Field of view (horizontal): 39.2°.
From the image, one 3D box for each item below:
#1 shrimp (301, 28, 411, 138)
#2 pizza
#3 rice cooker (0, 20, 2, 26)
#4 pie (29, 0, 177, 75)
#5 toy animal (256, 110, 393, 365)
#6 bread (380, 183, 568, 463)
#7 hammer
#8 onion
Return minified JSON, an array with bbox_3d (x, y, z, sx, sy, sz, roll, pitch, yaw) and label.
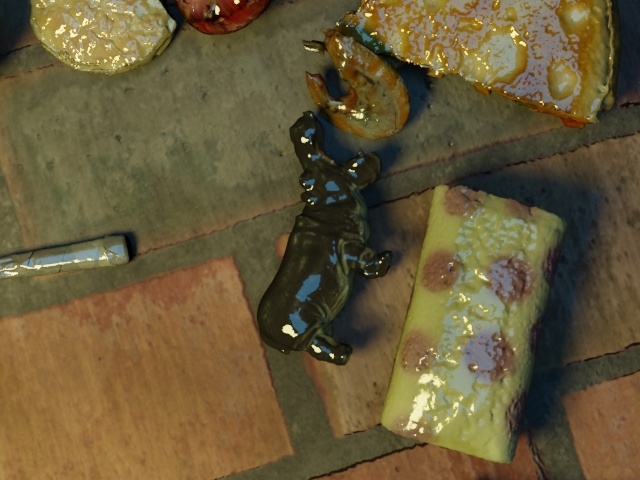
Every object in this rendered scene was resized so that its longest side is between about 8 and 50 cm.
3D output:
[{"bbox_3d":[0.040,-0.211,1.241,0.132,0.052,0.187,-35,109,26],"label":"shrimp"},{"bbox_3d":[0.206,-0.347,1.272,0.405,0.130,0.440,-12,91,8],"label":"pizza"},{"bbox_3d":[-0.566,-0.290,1.147,0.316,0.264,0.317,20,59,-38],"label":"rice cooker"},{"bbox_3d":[-0.318,-0.331,1.266,0.185,0.052,0.218,-33,89,-7],"label":"pie"},{"bbox_3d":[0.017,-0.002,1.230,0.168,0.106,0.343,9,78,5],"label":"toy animal"},{"bbox_3d":[0.203,0.109,1.202,0.187,0.155,0.339,15,84,3],"label":"bread"},{"bbox_3d":[-0.473,0.036,1.227,0.426,0.044,0.152,-11,86,-5],"label":"hammer"},{"bbox_3d":[-0.117,-0.368,1.242,0.147,0.184,0.184,5,82,-45],"label":"onion"}]
